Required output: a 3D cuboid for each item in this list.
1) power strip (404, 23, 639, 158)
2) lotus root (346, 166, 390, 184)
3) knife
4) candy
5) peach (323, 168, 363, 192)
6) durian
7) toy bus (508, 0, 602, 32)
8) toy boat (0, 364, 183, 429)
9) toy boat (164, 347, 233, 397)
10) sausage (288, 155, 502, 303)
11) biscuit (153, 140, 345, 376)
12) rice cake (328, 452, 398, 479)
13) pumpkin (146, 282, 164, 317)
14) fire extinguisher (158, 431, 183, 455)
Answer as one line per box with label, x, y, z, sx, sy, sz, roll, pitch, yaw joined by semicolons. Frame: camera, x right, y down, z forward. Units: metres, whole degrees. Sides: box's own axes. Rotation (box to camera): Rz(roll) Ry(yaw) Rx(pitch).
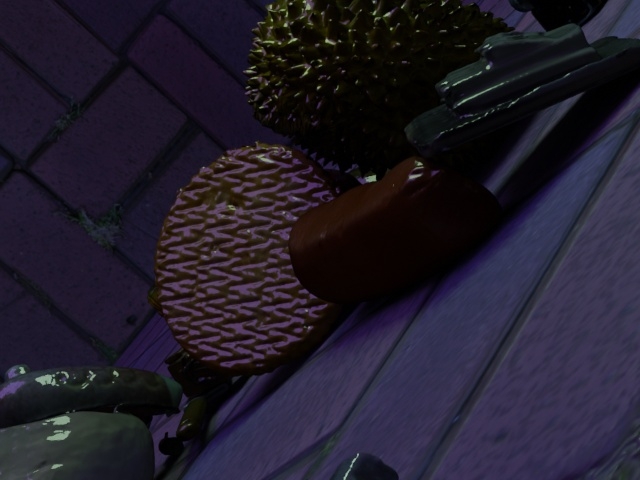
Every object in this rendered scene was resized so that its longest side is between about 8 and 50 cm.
power strip;0.165;-0.144;1.414;0.213;0.065;0.198;-22;9;0
lotus root;0.036;-0.036;1.934;0.179;0.080;0.089;-41;9;41
knife;-0.131;0.188;1.963;0.061;0.027;0.343;-32;5;2
candy;-0.379;0.326;1.829;0.386;0.186;0.427;-10;-19;-26
peach;0.000;0.000;1.805;0.152;0.152;0.152;-47;6;6
durian;0.071;-0.170;1.676;0.258;0.293;0.258;-159;90;-83
toy bus;0.243;-0.333;1.846;0.114;0.201;0.098;-42;2;-28
toy boat;-0.276;0.182;1.899;0.227;0.085;0.155;1;-27;-37
toy boat;-0.112;0.131;1.938;0.200;0.057;0.077;-27;9;40
sausage;0.056;-0.003;1.492;0.094;0.097;0.348;-67;14;-16
biscuit;-0.069;0.020;1.735;0.254;0.254;0.035;-46;-31;14
rice cake;-0.019;0.207;0.919;0.085;0.040;0.226;-45;7;35
pumpkin;-0.171;0.071;2.528;0.149;0.130;0.254;-49;4;-11
fire extinguisher;-0.176;0.239;1.955;0.083;0.022;0.028;153;122;-76
